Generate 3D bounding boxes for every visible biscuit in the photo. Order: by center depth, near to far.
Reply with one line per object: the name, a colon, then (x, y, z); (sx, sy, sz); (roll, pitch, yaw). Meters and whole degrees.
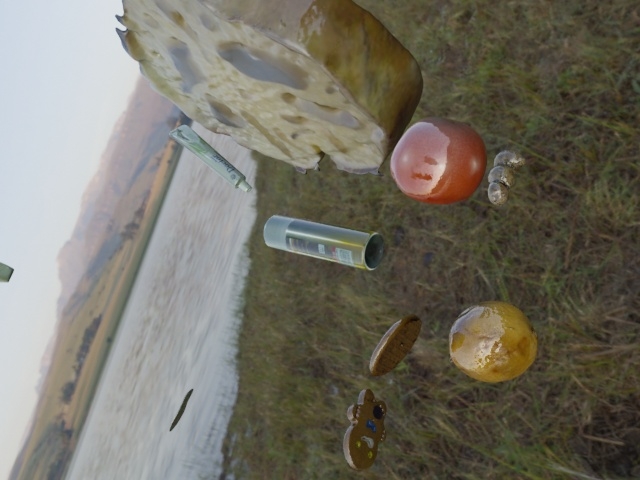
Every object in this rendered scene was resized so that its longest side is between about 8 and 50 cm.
biscuit: (0.206, 0.289, 1.558); (0.036, 0.212, 0.212); (36, 111, 30)
biscuit: (0.140, 0.581, 1.726); (0.039, 0.180, 0.236); (-16, 40, 43)

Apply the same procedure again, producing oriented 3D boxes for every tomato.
tomato: (0.311, -0.206, 1.485); (0.256, 0.255, 0.225); (-103, 23, -62)

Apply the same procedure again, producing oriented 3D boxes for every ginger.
ginger: (0.584, -0.203, 1.801); (0.104, 0.080, 0.204); (6, 60, 44)

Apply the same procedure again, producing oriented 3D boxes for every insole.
insole: (-0.489, 0.595, 1.979); (0.194, 0.006, 0.065); (-63, -13, 20)

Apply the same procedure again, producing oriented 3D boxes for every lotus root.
lotus root: (-0.076, -0.211, 0.700); (0.390, 0.374, 0.111); (15, 77, 42)

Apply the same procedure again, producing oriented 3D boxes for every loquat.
loquat: (0.466, 0.275, 1.529); (0.238, 0.238, 0.193); (-56, 10, 41)

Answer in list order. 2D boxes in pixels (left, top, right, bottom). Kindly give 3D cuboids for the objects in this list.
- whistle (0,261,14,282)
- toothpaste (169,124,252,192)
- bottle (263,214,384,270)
whistle: (-0.751, 0.037, 1.131); (0.092, 0.244, 0.110); (-50, 30, 38)
toothpaste: (-0.208, -0.157, 1.087); (0.048, 0.197, 0.029); (-42, -12, -42)
bottle: (0.000, 0.000, 1.227); (0.285, 0.082, 0.082); (11, 80, 38)
